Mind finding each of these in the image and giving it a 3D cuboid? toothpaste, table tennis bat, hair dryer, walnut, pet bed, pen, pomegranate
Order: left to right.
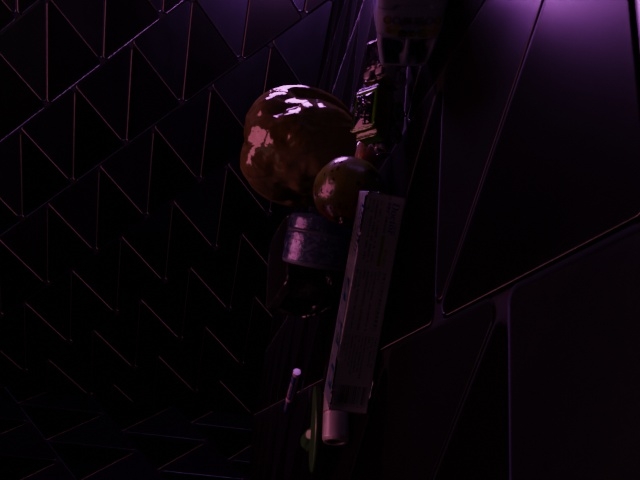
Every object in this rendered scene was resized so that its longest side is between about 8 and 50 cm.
[{"bbox_3d":[-0.090,0.467,1.761,0.025,0.025,0.204,-90,12,-51],"label":"pen"},{"bbox_3d":[-0.044,-0.209,1.281,0.282,0.276,0.253,78,-169,-77],"label":"walnut"},{"bbox_3d":[-0.032,0.069,1.356,0.183,0.159,0.211,125,150,-49],"label":"pet bed"},{"bbox_3d":[-0.013,0.386,1.148,0.257,0.039,0.160,102,172,-61],"label":"table tennis bat"},{"bbox_3d":[0.023,0.332,1.025,0.137,0.047,0.082,100,174,-56],"label":"hair dryer"},{"bbox_3d":[0.058,-0.094,0.991,0.159,0.129,0.129,-53,-15,-45],"label":"pomegranate"},{"bbox_3d":[0.066,0.092,0.889,0.081,0.067,0.337,-139,59,-82],"label":"toothpaste"}]

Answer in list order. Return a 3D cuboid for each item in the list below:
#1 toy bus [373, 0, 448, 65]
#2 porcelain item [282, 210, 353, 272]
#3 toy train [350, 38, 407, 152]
[{"bbox_3d":[0.126,-0.405,0.903,0.136,0.109,0.330,93,179,-47],"label":"toy bus"},{"bbox_3d":[0.000,0.000,1.187,0.147,0.147,0.114,-174,96,-82],"label":"porcelain item"},{"bbox_3d":[0.099,-0.243,0.936,0.060,0.081,0.202,-9,66,41],"label":"toy train"}]
